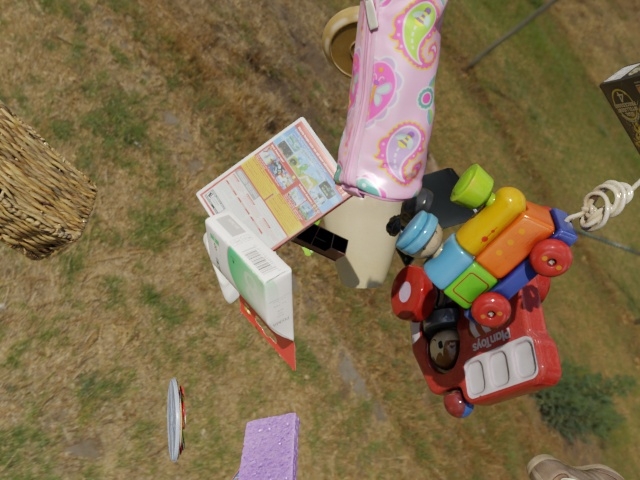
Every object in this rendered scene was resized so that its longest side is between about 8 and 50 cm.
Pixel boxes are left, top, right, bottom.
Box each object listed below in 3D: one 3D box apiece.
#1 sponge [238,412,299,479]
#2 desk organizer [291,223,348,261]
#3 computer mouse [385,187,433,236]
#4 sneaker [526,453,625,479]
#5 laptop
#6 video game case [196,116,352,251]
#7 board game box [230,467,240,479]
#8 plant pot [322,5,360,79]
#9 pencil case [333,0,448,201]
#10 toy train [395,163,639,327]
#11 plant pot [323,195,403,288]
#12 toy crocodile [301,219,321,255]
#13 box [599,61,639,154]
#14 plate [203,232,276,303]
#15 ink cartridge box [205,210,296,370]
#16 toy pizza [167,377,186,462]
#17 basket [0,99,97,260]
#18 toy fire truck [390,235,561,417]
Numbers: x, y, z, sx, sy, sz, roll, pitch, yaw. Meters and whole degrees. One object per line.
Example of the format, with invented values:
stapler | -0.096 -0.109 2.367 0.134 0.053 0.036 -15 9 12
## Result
sponge | -0.105 0.451 1.199 0.210 0.117 0.031 -89 162 -56
desk organizer | 0.000 0.000 1.427 0.130 0.050 0.047 25 60 -22
computer mouse | 0.161 -0.054 1.152 0.041 0.242 0.071 24 76 -5
sneaker | 0.403 0.386 0.902 0.188 0.066 0.071 17 21 -18
laptop | 0.343 -0.077 1.864 0.136 0.264 0.234 11 39 -35
video game case | -0.096 -0.099 1.245 0.204 0.285 0.025 56 5 11
board game box | -0.214 0.700 1.658 0.027 0.145 0.281 62 37 -13
plant pot | 0.118 -0.513 1.574 0.236 0.236 0.032 31 51 -24
pencil case | 0.085 -0.193 0.718 0.124 0.124 0.284 -13 116 -43
toy train | 0.205 -0.033 0.628 0.143 0.248 0.105 36 29 -7
plant pot | 0.125 -0.003 1.750 0.256 0.256 0.274 -6 99 -42
toy crocodile | -0.085 -0.104 1.838 0.115 0.105 0.340 -54 131 -43
box | 0.819 -0.259 1.295 0.318 0.097 0.395 53 4 -8
plate | -0.276 0.019 1.880 0.045 0.278 0.277 4 52 -46
ink cartridge box | -0.110 0.090 0.929 0.056 0.224 0.181 -22 43 -29
toy pizza | -0.352 0.440 1.449 0.032 0.201 0.201 1 66 -20
basket | -0.641 -0.088 1.162 0.299 0.223 0.213 51 26 -41
toy fire truck | 0.247 0.149 0.966 0.169 0.302 0.254 15 57 -23
